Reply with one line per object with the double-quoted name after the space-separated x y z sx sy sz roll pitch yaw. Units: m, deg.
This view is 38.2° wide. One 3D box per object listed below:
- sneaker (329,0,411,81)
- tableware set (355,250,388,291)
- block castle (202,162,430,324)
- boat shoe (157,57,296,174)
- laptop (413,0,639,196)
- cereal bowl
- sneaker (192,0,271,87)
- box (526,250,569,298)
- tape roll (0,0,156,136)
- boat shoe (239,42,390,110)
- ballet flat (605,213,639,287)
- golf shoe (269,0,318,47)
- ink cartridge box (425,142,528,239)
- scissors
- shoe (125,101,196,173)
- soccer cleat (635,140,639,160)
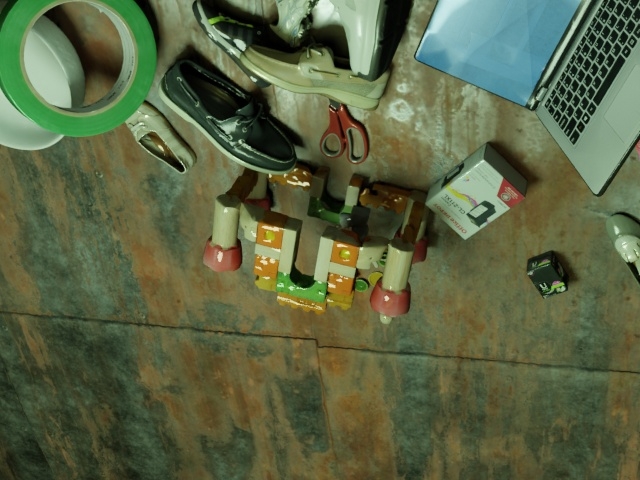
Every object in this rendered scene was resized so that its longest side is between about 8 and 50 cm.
0.031 -0.524 1.692 0.258 0.169 0.447 13 121 18 "sneaker"
0.134 0.075 2.182 0.154 0.024 0.104 -14 121 27 "tableware set"
0.000 0.000 1.994 0.454 0.303 0.212 14 123 8 "block castle"
-0.183 -0.271 1.959 0.340 0.127 0.113 39 141 0 "boat shoe"
0.404 -0.352 1.635 0.237 0.407 0.381 0 135 -24 "laptop"
-0.664 -0.376 2.030 0.339 0.141 0.338 9 128 12 "cereal bowl"
-0.157 -0.418 1.885 0.097 0.084 0.235 -42 108 13 "sneaker"
0.502 0.076 2.039 0.062 0.052 0.083 -24 115 30 "box"
-0.498 -0.376 1.879 0.077 0.321 0.321 29 150 57 "tape roll"
-0.009 -0.345 1.831 0.303 0.109 0.098 14 118 -17 "boat shoe"
0.670 0.036 1.941 0.072 0.068 0.213 -26 114 33 "ballet flat"
-0.049 -0.466 1.805 0.086 0.069 0.176 30 127 6 "golf shoe"
0.328 -0.101 1.949 0.127 0.072 0.175 40 128 -14 "ink cartridge box"
0.041 -0.290 1.940 0.109 0.021 0.297 6 127 17 "scissors"
-0.372 -0.236 2.092 0.219 0.058 0.077 43 127 -15 "shoe"
0.631 -0.201 1.770 0.095 0.083 0.248 -27 116 38 "soccer cleat"
